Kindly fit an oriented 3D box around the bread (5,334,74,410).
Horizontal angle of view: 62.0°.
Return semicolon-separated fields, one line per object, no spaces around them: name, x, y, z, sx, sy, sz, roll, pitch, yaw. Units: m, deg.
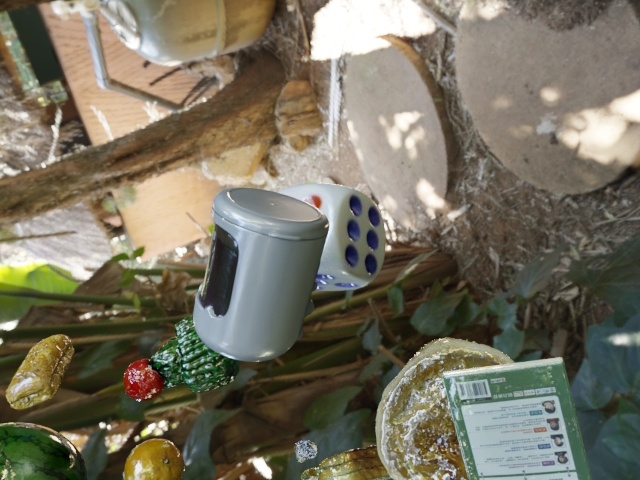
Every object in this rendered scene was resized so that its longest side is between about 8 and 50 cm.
bread;-0.695;0.321;1.328;0.211;0.114;0.083;-112;-2;-65

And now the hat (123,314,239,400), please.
hat;-0.421;0.354;1.581;0.274;0.332;0.242;96;152;-62

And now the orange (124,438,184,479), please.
orange;-0.428;0.594;1.384;0.124;0.156;0.156;-40;72;38

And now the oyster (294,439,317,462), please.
oyster;-0.039;0.555;1.406;0.083;0.019;0.054;-31;75;25

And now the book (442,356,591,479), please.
book;0.339;0.340;0.914;0.027;0.202;0.264;-28;-77;-69

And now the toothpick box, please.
toothpick box;-0.108;0.081;0.979;0.229;0.229;0.316;38;119;51

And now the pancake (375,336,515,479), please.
pancake;0.286;0.379;1.095;0.356;0.356;0.065;60;-176;17

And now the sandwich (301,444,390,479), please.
sandwich;0.085;0.694;1.595;0.273;0.249;0.095;-53;43;49

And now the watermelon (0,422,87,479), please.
watermelon;-0.753;0.620;1.299;0.363;0.363;0.363;49;152;38

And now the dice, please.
dice;0.000;0.000;1.602;0.304;0.304;0.277;-6;70;35
